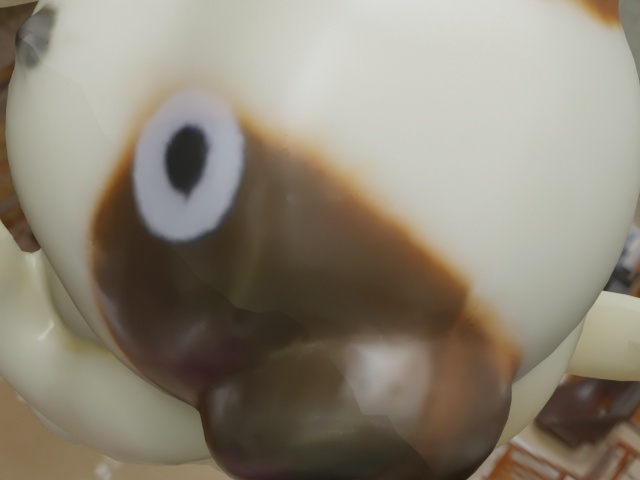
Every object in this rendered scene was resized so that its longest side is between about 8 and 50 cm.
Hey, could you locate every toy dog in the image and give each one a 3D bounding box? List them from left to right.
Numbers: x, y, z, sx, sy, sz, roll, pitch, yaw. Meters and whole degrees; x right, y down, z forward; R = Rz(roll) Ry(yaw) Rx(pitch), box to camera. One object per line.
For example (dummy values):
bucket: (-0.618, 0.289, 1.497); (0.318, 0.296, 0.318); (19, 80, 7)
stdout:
toy dog: (0.000, 0.000, 0.529); (0.284, 0.395, 0.408); (-62, -6, -9)
